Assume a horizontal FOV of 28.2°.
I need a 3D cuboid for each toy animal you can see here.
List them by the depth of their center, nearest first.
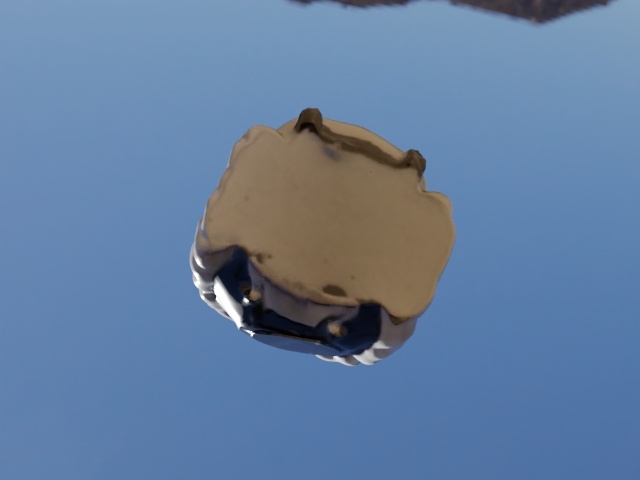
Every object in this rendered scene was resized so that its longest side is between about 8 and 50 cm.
[{"bbox_3d":[0.000,0.000,1.125,0.208,0.204,0.156,21,166,-3],"label":"toy animal"}]
